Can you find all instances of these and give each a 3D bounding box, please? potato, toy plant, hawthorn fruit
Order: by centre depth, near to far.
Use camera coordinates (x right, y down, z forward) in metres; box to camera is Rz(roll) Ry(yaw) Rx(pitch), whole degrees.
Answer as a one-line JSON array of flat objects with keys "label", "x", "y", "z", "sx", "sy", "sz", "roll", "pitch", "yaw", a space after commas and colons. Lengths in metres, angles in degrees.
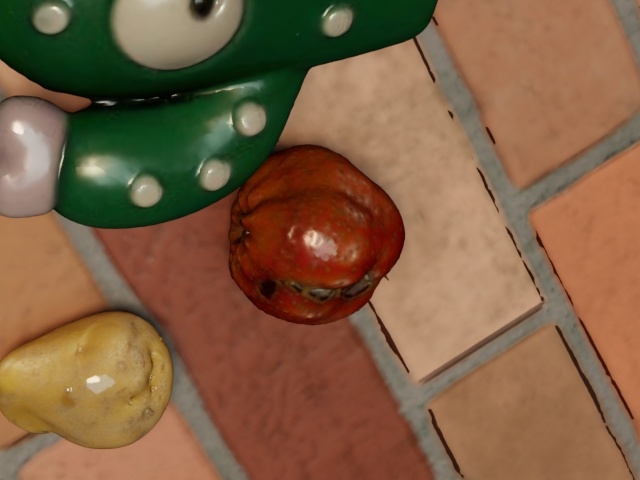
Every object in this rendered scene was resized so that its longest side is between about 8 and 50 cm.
[{"label": "toy plant", "x": -0.066, "y": -0.128, "z": 0.706, "sx": 0.243, "sy": 0.112, "sz": 0.233, "roll": -30, "pitch": 117, "yaw": -12}, {"label": "hawthorn fruit", "x": 0.000, "y": 0.000, "z": 0.791, "sx": 0.093, "sy": 0.093, "sz": 0.093, "roll": -6, "pitch": 111, "yaw": -16}, {"label": "potato", "x": -0.115, "y": 0.068, "z": 0.794, "sx": 0.083, "sy": 0.062, "sz": 0.068, "roll": 0, "pitch": 95, "yaw": 4}]
